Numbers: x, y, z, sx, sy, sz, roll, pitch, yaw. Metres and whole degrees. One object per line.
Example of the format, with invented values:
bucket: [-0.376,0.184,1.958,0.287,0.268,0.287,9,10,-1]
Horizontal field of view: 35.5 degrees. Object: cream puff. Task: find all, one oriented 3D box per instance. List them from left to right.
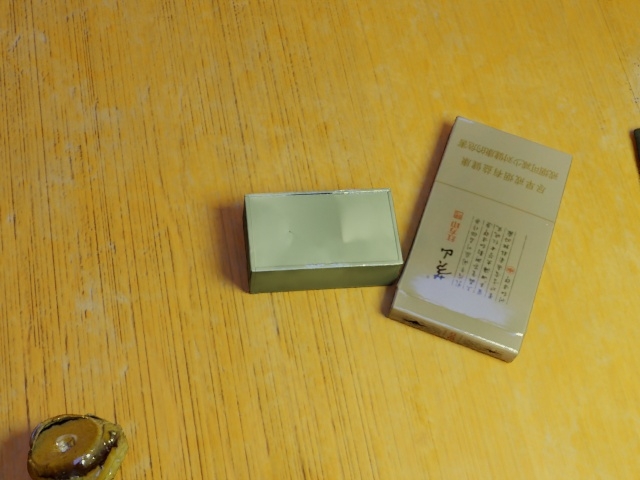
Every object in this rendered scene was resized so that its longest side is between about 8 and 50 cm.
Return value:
cream puff: [-0.319,0.288,1.323,0.133,0.104,0.119,-28,38,-26]

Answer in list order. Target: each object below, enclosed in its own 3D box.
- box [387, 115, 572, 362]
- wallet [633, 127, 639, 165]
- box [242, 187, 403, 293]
box: [0.255,-0.010,1.561,0.204,0.051,0.365,20,64,3]
wallet: [0.618,-0.084,1.644,0.168,0.052,0.245,-3,67,-4]
box: [0.000,0.000,1.508,0.225,0.086,0.129,-3,64,-8]
